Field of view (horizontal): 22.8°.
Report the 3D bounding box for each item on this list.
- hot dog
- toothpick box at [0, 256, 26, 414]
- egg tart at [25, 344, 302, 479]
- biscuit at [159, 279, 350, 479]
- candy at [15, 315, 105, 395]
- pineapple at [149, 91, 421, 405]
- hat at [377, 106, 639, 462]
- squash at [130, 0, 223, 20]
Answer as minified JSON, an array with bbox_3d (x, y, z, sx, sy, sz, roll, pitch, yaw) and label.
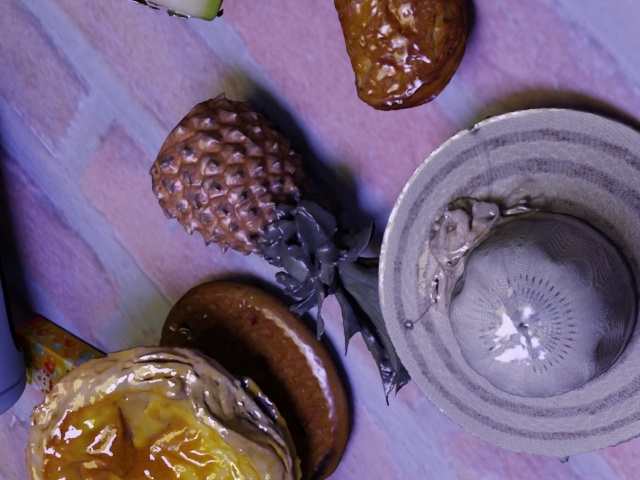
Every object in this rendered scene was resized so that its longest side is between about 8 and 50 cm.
[{"bbox_3d":[0.048,-0.163,1.099,0.099,0.065,0.147,-13,93,46],"label":"hot dog"},{"bbox_3d":[-0.419,-0.004,1.456,0.263,0.263,0.355,6,107,40],"label":"toothpick box"},{"bbox_3d":[-0.129,0.190,1.349,0.241,0.106,0.241,3,109,8],"label":"egg tart"},{"bbox_3d":[-0.058,0.127,1.386,0.212,0.036,0.212,20,125,31],"label":"biscuit"},{"bbox_3d":[-0.247,0.128,1.556,0.122,0.038,0.062,27,129,29],"label":"candy"},{"bbox_3d":[0.000,0.000,1.211,0.277,0.119,0.130,40,91,16],"label":"pineapple"},{"bbox_3d":[0.141,0.044,1.039,0.252,0.110,0.252,4,104,19],"label":"hat"},{"bbox_3d":[-0.119,-0.314,1.121,0.203,0.111,0.289,21,135,12],"label":"squash"}]
